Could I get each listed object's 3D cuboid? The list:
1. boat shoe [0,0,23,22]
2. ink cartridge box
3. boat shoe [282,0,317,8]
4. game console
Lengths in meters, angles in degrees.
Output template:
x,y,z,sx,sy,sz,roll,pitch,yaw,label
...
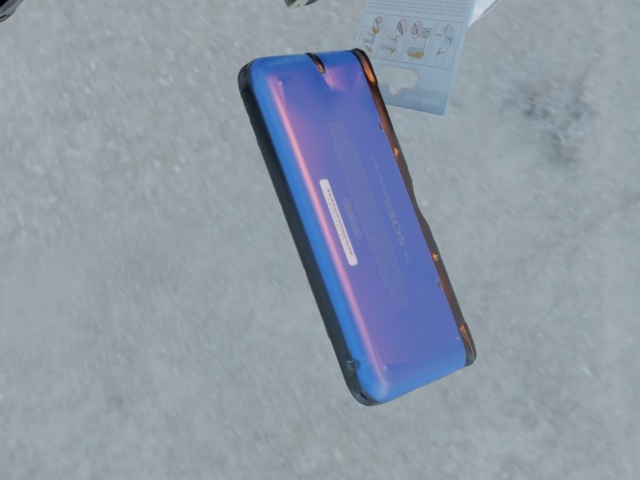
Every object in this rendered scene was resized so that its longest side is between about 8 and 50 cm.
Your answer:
x,y,z,sx,sy,sz,roll,pitch,yaw,label
-0.263,-0.362,1.448,0.132,0.130,0.355,11,103,-28,boat shoe
0.112,-0.236,1.459,0.066,0.189,0.232,6,97,-30,ink cartridge box
-0.008,-0.242,1.278,0.043,0.049,0.137,-34,159,-23,boat shoe
0.000,0.000,1.353,0.173,0.250,0.293,-23,85,35,game console
